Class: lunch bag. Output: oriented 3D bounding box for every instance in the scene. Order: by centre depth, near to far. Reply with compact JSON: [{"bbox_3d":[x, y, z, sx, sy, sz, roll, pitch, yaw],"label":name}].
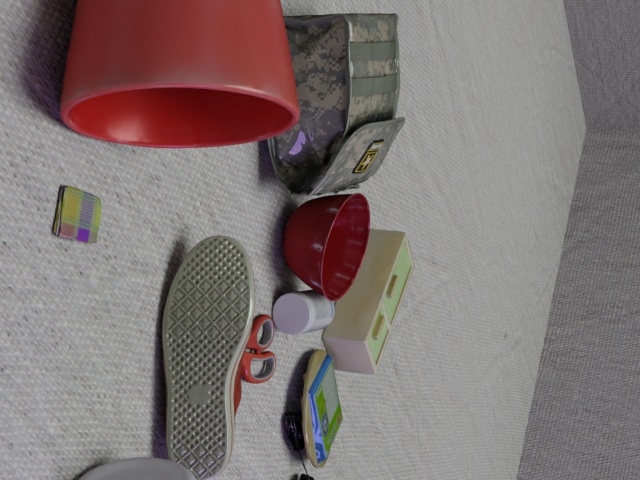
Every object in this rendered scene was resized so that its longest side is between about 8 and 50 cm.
[{"bbox_3d":[0.027,-0.212,1.880,0.235,0.169,0.287,-21,111,-64],"label":"lunch bag"}]

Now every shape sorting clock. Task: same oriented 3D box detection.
[{"bbox_3d":[-0.004,0.293,2.082,0.206,0.040,0.206,-5,90,-75],"label":"shape sorting clock"}]

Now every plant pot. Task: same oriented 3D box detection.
[{"bbox_3d":[-0.160,-0.251,1.351,0.275,0.275,0.243,20,66,-67],"label":"plant pot"}]

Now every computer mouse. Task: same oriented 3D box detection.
[{"bbox_3d":[-0.038,0.400,2.041,0.071,0.041,0.242,-69,150,-69],"label":"computer mouse"}]

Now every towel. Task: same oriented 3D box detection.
[{"bbox_3d":[-0.282,-0.029,1.389,0.083,0.009,0.060,20,76,-68],"label":"towel"}]

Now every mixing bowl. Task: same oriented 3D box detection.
[{"bbox_3d":[0.000,0.000,1.943,0.181,0.098,0.181,-48,146,-48],"label":"mixing bowl"}]

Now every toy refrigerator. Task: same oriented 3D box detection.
[{"bbox_3d":[0.097,0.111,2.225,0.102,0.094,0.269,72,32,-44],"label":"toy refrigerator"}]

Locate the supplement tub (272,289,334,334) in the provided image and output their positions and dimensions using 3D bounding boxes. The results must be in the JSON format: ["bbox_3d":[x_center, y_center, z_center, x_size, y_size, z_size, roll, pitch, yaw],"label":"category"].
[{"bbox_3d":[-0.026,0.117,1.957,0.107,0.071,0.071,0,94,-68],"label":"supplement tub"}]

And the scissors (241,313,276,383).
[{"bbox_3d":[-0.132,0.168,1.777,0.297,0.021,0.109,4,91,-68],"label":"scissors"}]

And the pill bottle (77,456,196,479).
[{"bbox_3d":[-0.218,0.412,1.449,0.153,0.153,0.264,-34,126,-62],"label":"pill bottle"}]

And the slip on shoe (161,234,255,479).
[{"bbox_3d":[-0.153,0.157,1.626,0.101,0.123,0.331,-65,159,-87],"label":"slip on shoe"}]
